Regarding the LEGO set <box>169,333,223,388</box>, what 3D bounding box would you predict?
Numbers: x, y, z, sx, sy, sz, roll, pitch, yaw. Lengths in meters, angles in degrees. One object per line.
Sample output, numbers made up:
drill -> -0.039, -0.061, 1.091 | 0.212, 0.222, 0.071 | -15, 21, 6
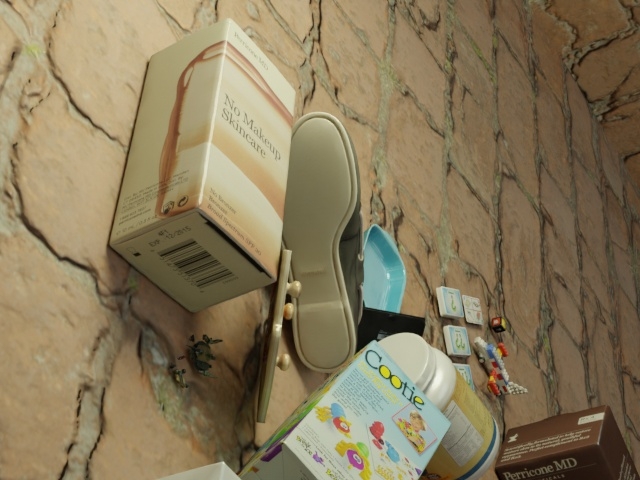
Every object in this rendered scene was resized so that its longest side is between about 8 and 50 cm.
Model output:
LEGO set -> -0.139, 0.132, 1.236 | 0.083, 0.023, 0.054 | -12, 80, -49

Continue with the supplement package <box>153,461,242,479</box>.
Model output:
supplement package -> -0.140, 0.339, 0.887 | 0.145, 0.204, 0.262 | 50, 33, -32

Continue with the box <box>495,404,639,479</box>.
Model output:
box -> 0.466, 0.490, 1.913 | 0.382, 0.191, 0.143 | 64, 28, -10

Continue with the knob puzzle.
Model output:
knob puzzle -> -0.046, 0.113, 1.288 | 0.213, 0.029, 0.213 | -172, -90, -85

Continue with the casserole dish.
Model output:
casserole dish -> 0.079, 0.059, 1.661 | 0.114, 0.037, 0.188 | 55, 31, -27

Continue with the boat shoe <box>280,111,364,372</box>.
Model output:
boat shoe -> 0.000, 0.000, 1.429 | 0.095, 0.112, 0.335 | -65, 153, -75

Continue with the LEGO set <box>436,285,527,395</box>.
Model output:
LEGO set -> 0.284, 0.176, 1.940 | 0.244, 0.060, 0.183 | 16, 62, -58

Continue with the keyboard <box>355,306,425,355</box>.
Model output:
keyboard -> 0.082, 0.151, 1.586 | 0.180, 0.023, 0.108 | 14, 91, -49

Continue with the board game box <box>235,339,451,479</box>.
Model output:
board game box -> 0.017, 0.252, 1.263 | 0.144, 0.142, 0.275 | 48, 28, 3

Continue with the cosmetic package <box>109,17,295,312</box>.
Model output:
cosmetic package -> -0.125, -0.089, 1.285 | 0.153, 0.129, 0.296 | 43, 37, -40

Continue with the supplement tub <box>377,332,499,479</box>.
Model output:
supplement tub -> 0.142, 0.236, 1.540 | 0.200, 0.144, 0.144 | 52, 32, -30
